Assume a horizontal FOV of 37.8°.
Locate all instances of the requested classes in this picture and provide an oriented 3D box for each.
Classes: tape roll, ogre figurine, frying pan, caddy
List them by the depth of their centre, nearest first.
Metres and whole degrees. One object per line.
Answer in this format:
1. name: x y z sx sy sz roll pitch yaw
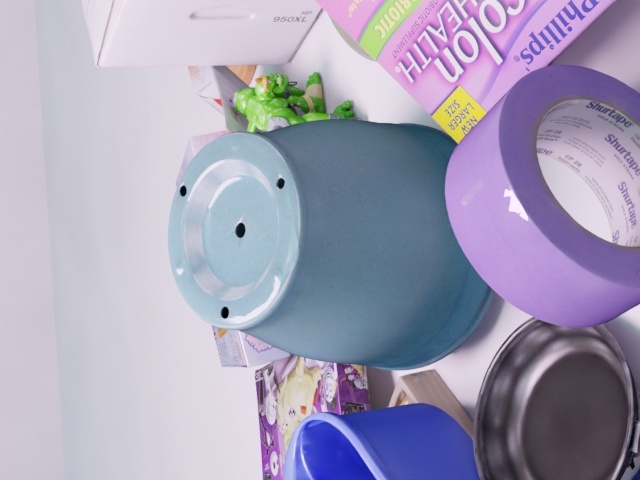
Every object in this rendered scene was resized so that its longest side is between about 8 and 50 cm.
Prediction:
1. tape roll: 0.196 -0.034 0.713 0.080 0.188 0.189 -50 53 55
2. frying pan: 0.242 0.135 0.782 0.326 0.053 0.197 -35 44 49
3. caddy: 0.072 0.318 0.925 0.341 0.179 0.241 49 136 47
4. ogre figurine: -0.037 -0.164 1.201 0.197 0.118 0.097 58 143 38

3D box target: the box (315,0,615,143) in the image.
1. box: 0.116 -0.241 0.781 0.243 0.117 0.213 45 145 0

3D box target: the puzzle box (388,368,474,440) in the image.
1. puzzle box: 0.125 0.390 1.086 0.272 0.052 0.409 53 139 43

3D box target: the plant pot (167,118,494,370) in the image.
1. plant pot: 0.000 0.000 0.934 0.271 0.255 0.272 -4 85 41

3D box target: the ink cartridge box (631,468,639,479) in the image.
1. ink cartridge box: 0.296 0.297 0.748 0.224 0.045 0.223 57 143 41

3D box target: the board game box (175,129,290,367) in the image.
1. board game box: -0.139 0.028 1.385 0.318 0.065 0.318 151 105 -76

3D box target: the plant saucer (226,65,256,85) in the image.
1. plant saucer: -0.152 -0.330 1.471 0.200 0.037 0.200 23 116 59

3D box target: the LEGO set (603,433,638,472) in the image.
1. LEGO set: 0.263 0.180 0.812 0.083 0.023 0.054 -169 102 -79

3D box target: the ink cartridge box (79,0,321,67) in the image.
1. ink cartridge box: -0.192 -0.437 1.255 0.166 0.285 0.395 -50 52 56

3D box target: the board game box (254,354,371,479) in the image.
1. board game box: -0.016 0.251 1.269 0.347 0.056 0.208 139 124 -64

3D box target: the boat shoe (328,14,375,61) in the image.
1. boat shoe: 0.078 -0.242 1.026 0.081 0.068 0.227 58 170 -34

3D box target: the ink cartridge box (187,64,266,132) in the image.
1. ink cartridge box: -0.110 -0.163 1.292 0.045 0.145 0.179 -34 45 20
